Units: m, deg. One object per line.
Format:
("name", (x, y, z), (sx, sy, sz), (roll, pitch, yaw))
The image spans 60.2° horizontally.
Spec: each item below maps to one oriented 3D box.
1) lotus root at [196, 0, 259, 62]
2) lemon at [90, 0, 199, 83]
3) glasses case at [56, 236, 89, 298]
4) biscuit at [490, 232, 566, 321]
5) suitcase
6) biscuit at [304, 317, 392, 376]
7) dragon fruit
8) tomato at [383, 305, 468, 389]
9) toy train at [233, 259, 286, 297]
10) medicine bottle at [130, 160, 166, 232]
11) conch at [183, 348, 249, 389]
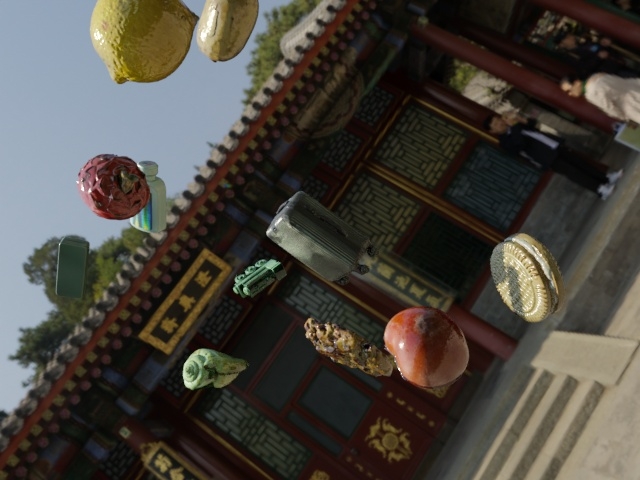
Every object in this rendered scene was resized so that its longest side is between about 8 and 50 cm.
("lotus root", (-0.263, -0.643, 1.581), (0.146, 0.160, 0.284), (-30, -20, -43))
("lemon", (-0.431, -0.498, 1.328), (0.253, 0.228, 0.228), (-54, -16, -10))
("glasses case", (-0.727, 0.082, 1.619), (0.039, 0.078, 0.184), (-103, 26, -61))
("biscuit", (0.564, 0.104, 1.519), (0.079, 0.259, 0.259), (-22, -25, -12))
("suitcase", (0.000, 0.000, 1.652), (0.128, 0.312, 0.202), (-58, 10, -25))
("biscuit", (0.087, 0.373, 1.875), (0.081, 0.334, 0.289), (-59, -26, -20))
("dragon fruit", (-0.522, -0.137, 1.405), (0.172, 0.209, 0.172), (-18, -60, -34))
("tomato", (0.264, 0.235, 1.346), (0.199, 0.228, 0.112), (-21, -41, -15))
("toy train", (-0.205, 0.125, 1.826), (0.170, 0.111, 0.071), (-37, -60, -27))
("medicine bottle", (-0.568, -0.146, 1.818), (0.083, 0.121, 0.229), (-40, -37, -55))
("conch", (-0.198, 0.257, 1.103), (0.170, 0.106, 0.079), (12, -97, -56))
